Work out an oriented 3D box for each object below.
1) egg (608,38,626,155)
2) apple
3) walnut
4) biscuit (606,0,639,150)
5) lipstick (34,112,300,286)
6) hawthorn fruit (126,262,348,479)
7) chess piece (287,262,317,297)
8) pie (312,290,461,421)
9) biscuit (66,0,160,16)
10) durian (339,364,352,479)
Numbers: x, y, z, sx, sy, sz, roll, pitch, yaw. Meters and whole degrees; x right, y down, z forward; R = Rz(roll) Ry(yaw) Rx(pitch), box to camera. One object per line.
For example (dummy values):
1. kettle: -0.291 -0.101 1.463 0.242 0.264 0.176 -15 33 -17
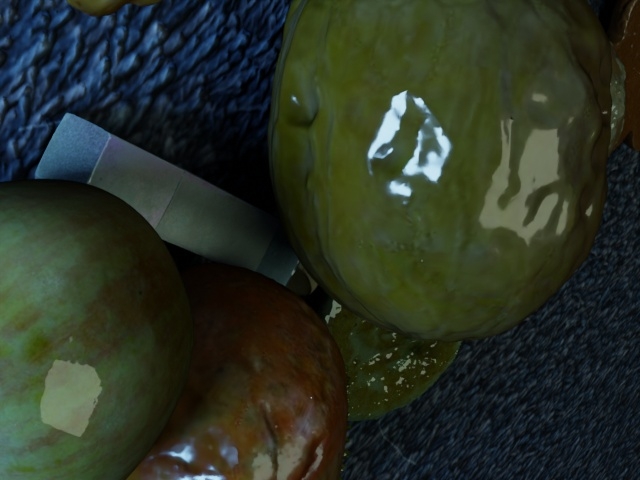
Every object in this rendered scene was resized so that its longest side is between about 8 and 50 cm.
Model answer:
1. egg: 0.258 -0.172 1.371 0.203 0.203 0.245 -32 124 -36
2. apple: -0.225 0.078 0.876 0.234 0.257 0.257 -46 145 -46
3. walnut: 0.104 -0.098 1.091 0.354 0.308 0.398 -99 -171 -83
4. biscuit: 0.453 -0.232 1.709 0.205 0.049 0.324 -59 145 -3
5. lipstick: -0.125 -0.028 1.085 0.317 0.066 0.068 27 91 -55
6. hawthorn fruit: -0.091 0.183 1.061 0.277 0.298 0.277 -13 128 -17
7. chess piece: 0.000 0.000 1.274 0.122 0.066 0.066 -47 143 -31
8. pie: 0.082 0.091 1.435 0.323 0.070 0.323 -26 131 -35
9. biscuit: -0.138 -0.324 0.806 0.326 0.107 0.326 -23 132 -28
10. durian: -0.101 0.273 1.288 0.352 0.158 0.169 -27 97 -29
